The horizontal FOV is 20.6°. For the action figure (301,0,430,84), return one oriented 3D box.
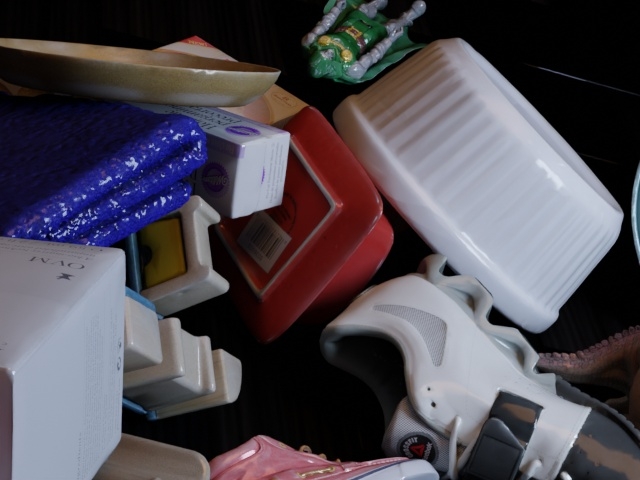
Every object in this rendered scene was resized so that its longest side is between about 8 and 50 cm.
[{"bbox_3d":[0.041,-0.222,1.912,0.137,0.063,0.232,31,34,9],"label":"action figure"}]

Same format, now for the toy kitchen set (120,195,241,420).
[{"bbox_3d":[-0.153,0.033,1.231,0.207,0.122,0.166,43,36,-65],"label":"toy kitchen set"}]

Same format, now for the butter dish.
[{"bbox_3d":[0.000,0.000,1.457,0.118,0.160,0.160,27,20,-43],"label":"butter dish"}]

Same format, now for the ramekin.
[{"bbox_3d":[0.146,-0.058,1.531,0.273,0.127,0.273,45,11,-11],"label":"ramekin"}]

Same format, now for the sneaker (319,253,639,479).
[{"bbox_3d":[0.126,0.155,1.314,0.146,0.122,0.330,-24,50,-32],"label":"sneaker"}]

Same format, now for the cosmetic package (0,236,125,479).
[{"bbox_3d":[-0.248,0.085,1.003,0.224,0.138,0.224,5,18,7],"label":"cosmetic package"}]

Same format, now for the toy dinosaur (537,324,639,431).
[{"bbox_3d":[0.305,0.130,1.366,0.296,0.200,0.127,38,33,27],"label":"toy dinosaur"}]

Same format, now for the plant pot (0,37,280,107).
[{"bbox_3d":[-0.150,-0.129,1.364,0.236,0.032,0.236,6,9,-1],"label":"plant pot"}]

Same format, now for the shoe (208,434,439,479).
[{"bbox_3d":[-0.001,0.169,1.234,0.178,0.063,0.081,-12,47,-41],"label":"shoe"}]

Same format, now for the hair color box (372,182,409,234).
[{"bbox_3d":[0.025,-0.030,1.599,0.072,0.043,0.141,37,31,23],"label":"hair color box"}]

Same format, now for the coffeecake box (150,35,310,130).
[{"bbox_3d":[-0.121,-0.110,1.605,0.142,0.068,0.185,32,30,19],"label":"coffeecake box"}]

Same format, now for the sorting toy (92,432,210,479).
[{"bbox_3d":[-0.187,0.165,1.072,0.348,0.047,0.196,10,17,23],"label":"sorting toy"}]

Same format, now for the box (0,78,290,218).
[{"bbox_3d":[-0.169,-0.099,1.470,0.324,0.067,0.063,22,24,34],"label":"box"}]

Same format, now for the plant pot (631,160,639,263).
[{"bbox_3d":[0.443,-0.024,1.674,0.293,0.293,0.196,27,4,8],"label":"plant pot"}]

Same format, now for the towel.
[{"bbox_3d":[-0.258,-0.036,1.266,0.308,0.076,0.228,8,32,34],"label":"towel"}]
